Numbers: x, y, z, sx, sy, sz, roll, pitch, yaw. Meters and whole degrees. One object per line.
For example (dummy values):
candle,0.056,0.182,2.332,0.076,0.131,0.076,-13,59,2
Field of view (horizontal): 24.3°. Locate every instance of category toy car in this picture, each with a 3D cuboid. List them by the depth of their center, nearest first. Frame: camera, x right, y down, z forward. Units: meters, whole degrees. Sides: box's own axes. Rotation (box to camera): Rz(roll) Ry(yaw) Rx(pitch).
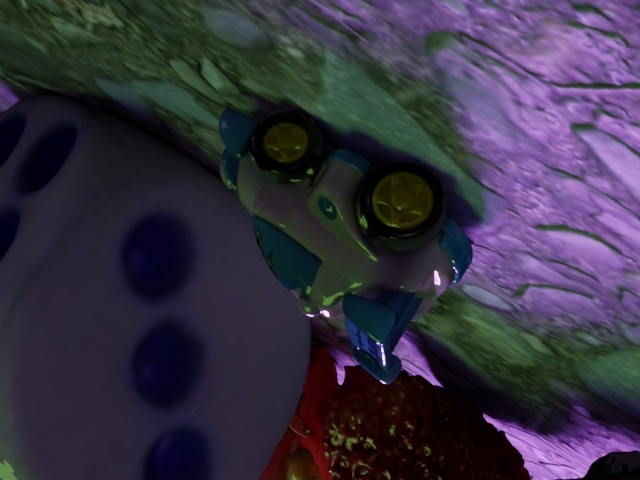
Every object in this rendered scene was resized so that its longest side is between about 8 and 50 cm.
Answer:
toy car,0.000,0.000,0.844,0.161,0.098,0.126,26,162,12

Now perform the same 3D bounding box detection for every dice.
dice,-0.172,0.066,1.084,0.243,0.259,0.251,11,154,50

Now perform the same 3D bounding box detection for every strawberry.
strawberry,0.096,0.205,1.174,0.106,0.188,0.286,8,147,29

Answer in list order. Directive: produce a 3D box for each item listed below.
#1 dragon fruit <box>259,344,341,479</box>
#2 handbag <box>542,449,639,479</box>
dragon fruit,-0.100,0.155,1.335,0.307,0.243,0.227,58,-179,19
handbag,0.187,0.251,1.047,0.181,0.181,0.254,-3,156,-27
